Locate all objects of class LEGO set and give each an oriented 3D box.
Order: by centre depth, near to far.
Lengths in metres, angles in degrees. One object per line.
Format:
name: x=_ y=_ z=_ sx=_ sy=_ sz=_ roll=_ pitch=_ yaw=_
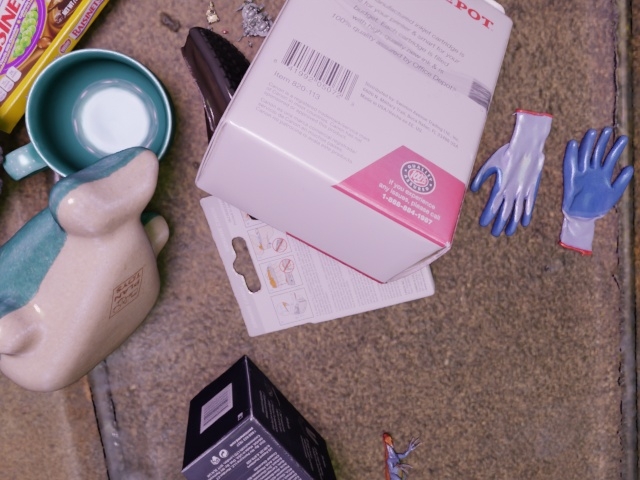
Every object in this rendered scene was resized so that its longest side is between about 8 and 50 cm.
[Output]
LEGO set: x=-0.080 y=-0.232 z=0.644 sx=0.083 sy=0.023 sz=0.054 roll=-13 pitch=102 yaw=-7

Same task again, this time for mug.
mug: x=-0.224 y=-0.121 z=0.604 sx=0.158 sy=0.097 sz=0.129 roll=3 pitch=100 yaw=-9

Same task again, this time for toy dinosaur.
toy dinosaur: x=0.090 y=0.285 z=0.760 sx=0.090 sy=0.047 sz=0.082 roll=-37 pitch=85 yaw=10

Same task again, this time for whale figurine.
whale figurine: x=-0.235 y=0.017 z=0.562 sx=0.141 sy=0.216 sz=0.272 roll=36 pitch=132 yaw=8

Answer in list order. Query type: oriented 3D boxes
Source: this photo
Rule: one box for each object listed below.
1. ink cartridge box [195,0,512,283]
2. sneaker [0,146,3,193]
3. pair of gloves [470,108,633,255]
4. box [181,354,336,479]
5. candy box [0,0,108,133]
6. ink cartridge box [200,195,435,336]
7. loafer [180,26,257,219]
ink cartridge box: x=0.042 y=-0.135 z=0.567 sx=0.207 sy=0.117 sz=0.282 roll=28 pitch=61 yaw=-11
sneaker: x=-0.382 y=-0.027 z=0.573 sx=0.135 sy=0.098 sz=0.275 roll=30 pitch=115 yaw=19
pair of gloves: x=0.280 y=-0.070 z=0.732 sx=0.198 sy=0.023 sz=0.159 roll=12 pitch=98 yaw=-12
box: x=-0.063 y=0.235 z=0.665 sx=0.093 sy=0.156 sz=0.158 roll=-40 pitch=104 yaw=0
candy box: x=-0.285 y=-0.217 z=0.594 sx=0.105 sy=0.027 sz=0.205 roll=39 pitch=93 yaw=14
ink cartridge box: x=0.000 y=0.000 z=0.698 sx=0.225 sy=0.056 sz=0.180 roll=-15 pitch=103 yaw=13
loafer: x=-0.092 y=-0.115 z=0.625 sx=0.078 sy=0.080 sz=0.219 roll=-28 pitch=86 yaw=24
